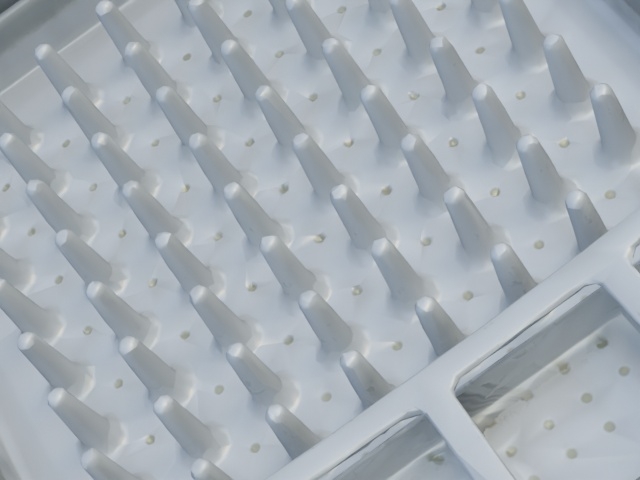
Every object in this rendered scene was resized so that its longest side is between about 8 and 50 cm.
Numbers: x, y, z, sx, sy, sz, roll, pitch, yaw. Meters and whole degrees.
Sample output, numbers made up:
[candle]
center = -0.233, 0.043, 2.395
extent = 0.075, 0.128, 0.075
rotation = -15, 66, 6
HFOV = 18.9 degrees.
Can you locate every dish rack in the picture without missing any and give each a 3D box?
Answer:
[dish rack]
center = 0.000, 0.000, 0.555
extent = 0.285, 0.333, 0.072
rotation = -36, -39, 0
